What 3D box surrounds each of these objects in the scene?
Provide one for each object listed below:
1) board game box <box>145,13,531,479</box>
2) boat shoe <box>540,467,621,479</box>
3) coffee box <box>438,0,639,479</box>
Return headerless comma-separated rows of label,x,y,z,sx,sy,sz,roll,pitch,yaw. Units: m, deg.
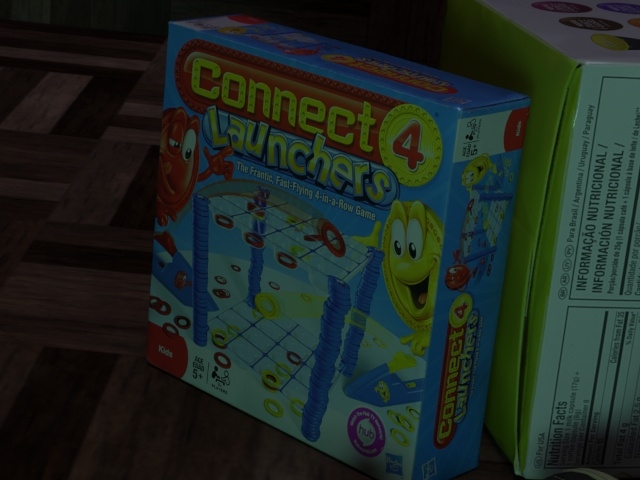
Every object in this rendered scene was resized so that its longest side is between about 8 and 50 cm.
board game box,0.000,0.000,1.231,0.308,0.302,0.086,21,24,38
boat shoe,0.180,0.216,1.001,0.073,0.080,0.223,4,23,-20
coffee box,0.288,-0.023,1.326,0.334,0.338,0.337,1,19,-13
